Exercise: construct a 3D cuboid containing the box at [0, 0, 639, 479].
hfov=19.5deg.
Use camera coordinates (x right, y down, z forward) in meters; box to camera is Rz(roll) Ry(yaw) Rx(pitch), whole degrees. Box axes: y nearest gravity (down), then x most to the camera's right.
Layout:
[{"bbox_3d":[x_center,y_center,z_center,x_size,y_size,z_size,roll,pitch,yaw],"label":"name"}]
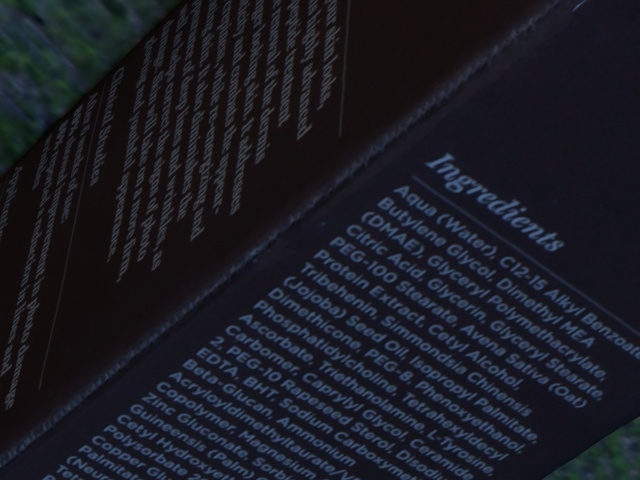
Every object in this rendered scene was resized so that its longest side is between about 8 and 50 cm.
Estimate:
[{"bbox_3d":[0.000,0.000,0.632,0.143,0.191,0.381,33,127,-24],"label":"box"}]
